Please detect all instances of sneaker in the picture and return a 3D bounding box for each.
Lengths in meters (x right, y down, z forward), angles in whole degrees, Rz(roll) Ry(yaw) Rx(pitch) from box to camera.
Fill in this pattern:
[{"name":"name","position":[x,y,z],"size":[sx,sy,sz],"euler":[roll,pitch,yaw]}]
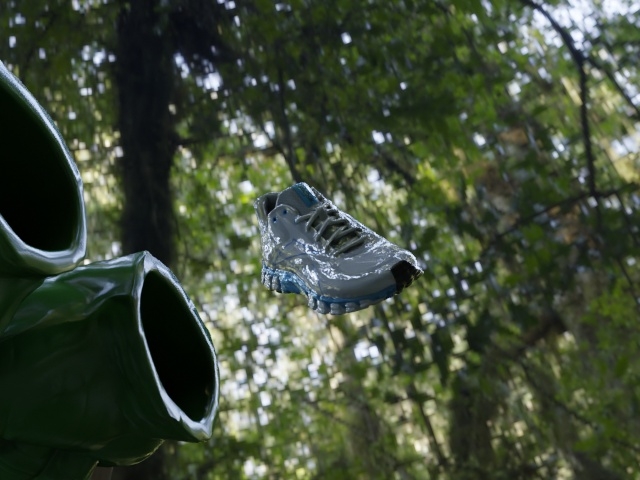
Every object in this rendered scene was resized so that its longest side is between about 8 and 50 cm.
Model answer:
[{"name":"sneaker","position":[0.000,0.000,0.883],"size":[0.071,0.191,0.083],"euler":[-26,-71,-28]}]

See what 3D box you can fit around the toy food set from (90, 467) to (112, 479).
[{"name":"toy food set","position":[-0.248,0.309,0.946],"size":[0.220,0.306,0.092],"euler":[3,-18,-31]}]

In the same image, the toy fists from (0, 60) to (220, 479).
[{"name":"toy fists","position":[-0.155,0.033,0.524],"size":[0.142,0.096,0.279],"euler":[-11,-35,15]}]
